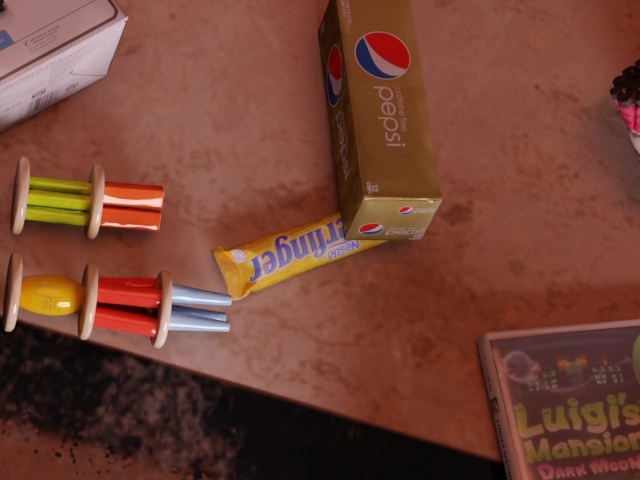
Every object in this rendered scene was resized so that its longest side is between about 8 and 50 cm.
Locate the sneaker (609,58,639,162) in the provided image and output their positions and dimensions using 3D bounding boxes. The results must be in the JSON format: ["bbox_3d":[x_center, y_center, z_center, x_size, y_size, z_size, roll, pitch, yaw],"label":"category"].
[{"bbox_3d":[0.344,-0.127,1.372,0.299,0.121,0.112,-32,109,-27],"label":"sneaker"}]

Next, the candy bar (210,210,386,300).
[{"bbox_3d":[0.000,0.000,1.254,0.161,0.018,0.040,-20,75,-22],"label":"candy bar"}]

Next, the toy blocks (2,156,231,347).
[{"bbox_3d":[-0.132,0.009,1.189,0.148,0.054,0.123,7,67,-14],"label":"toy blocks"}]

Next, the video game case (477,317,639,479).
[{"bbox_3d":[0.217,0.140,1.259,0.190,0.022,0.173,-4,69,-18],"label":"video game case"}]

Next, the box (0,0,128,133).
[{"bbox_3d":[-0.285,-0.207,1.214,0.169,0.087,0.290,-32,80,-26],"label":"box"}]

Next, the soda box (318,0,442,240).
[{"bbox_3d":[0.040,-0.091,1.266,0.058,0.061,0.181,0,61,-14],"label":"soda box"}]
